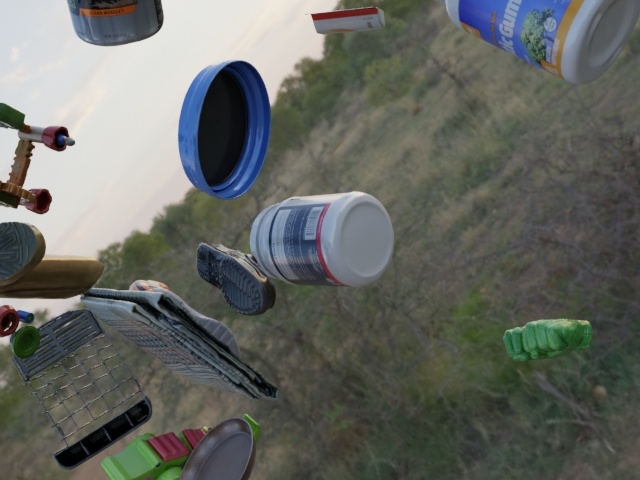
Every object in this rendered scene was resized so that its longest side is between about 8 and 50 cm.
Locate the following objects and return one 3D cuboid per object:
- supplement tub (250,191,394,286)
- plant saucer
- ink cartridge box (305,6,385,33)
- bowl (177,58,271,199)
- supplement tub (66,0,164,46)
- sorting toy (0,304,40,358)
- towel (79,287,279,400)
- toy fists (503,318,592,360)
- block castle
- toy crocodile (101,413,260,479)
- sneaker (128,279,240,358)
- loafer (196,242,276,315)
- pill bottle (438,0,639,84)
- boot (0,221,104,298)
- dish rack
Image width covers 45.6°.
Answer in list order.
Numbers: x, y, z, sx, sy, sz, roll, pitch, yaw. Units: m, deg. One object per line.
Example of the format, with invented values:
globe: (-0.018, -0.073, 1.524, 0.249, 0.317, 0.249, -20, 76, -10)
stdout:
supplement tub: (0.000, 0.000, 1.591, 0.272, 0.191, 0.191, -1, 42, 48)
plant saucer: (-0.156, 0.355, 1.174, 0.168, 0.029, 0.168, -36, 28, 23)
ink cartridge box: (0.056, -0.461, 1.601, 0.145, 0.045, 0.179, -2, 16, 12)
bowl: (-0.266, -0.311, 2.136, 0.391, 0.077, 0.391, -38, -46, -56)
supplement tub: (-0.462, -0.610, 1.635, 0.207, 0.207, 0.338, -54, -30, -45)
sorting toy: (-0.464, 0.130, 1.141, 0.042, 0.102, 0.061, 9, 51, 26)
towel: (-0.267, 0.195, 1.390, 0.324, 0.312, 0.056, -4, 47, 52)
toy fists: (0.557, 0.255, 1.916, 0.279, 0.142, 0.096, 124, 149, -74)
block castle: (-0.941, -0.262, 2.256, 0.453, 0.212, 0.303, 38, -116, -72)
toy crocodile: (-0.242, 0.390, 1.389, 0.340, 0.115, 0.105, 6, -63, -49)
sneaker: (-0.327, 0.192, 1.820, 0.124, 0.321, 0.180, -46, 29, -8)
loafer: (-0.122, 0.049, 1.204, 0.220, 0.078, 0.080, 33, 124, 51)
pill bottle: (0.261, -0.325, 0.992, 0.152, 0.272, 0.152, -32, -38, -29)
boot: (-0.474, 0.040, 1.305, 0.236, 0.089, 0.269, -20, -12, 24)
dish rack: (-0.473, 0.278, 1.488, 0.208, 0.272, 0.074, -32, -2, -4)
